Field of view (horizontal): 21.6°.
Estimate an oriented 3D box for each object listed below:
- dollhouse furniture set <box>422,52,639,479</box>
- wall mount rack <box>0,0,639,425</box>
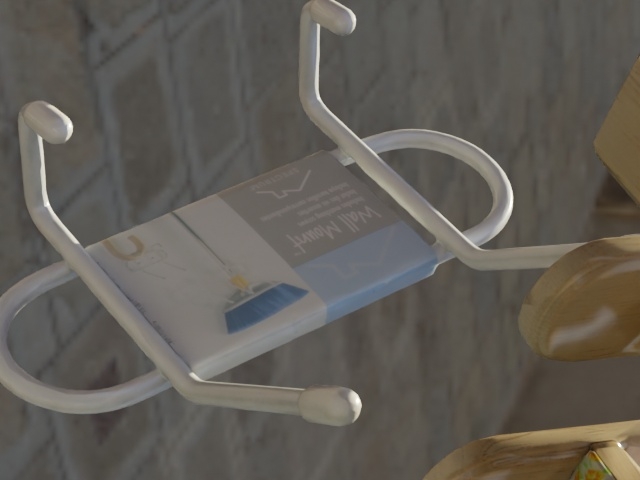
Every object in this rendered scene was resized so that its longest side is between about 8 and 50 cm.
[{"bbox_3d":[0.186,0.122,0.616,0.256,0.362,0.394,-2,132,-32],"label":"dollhouse furniture set"},{"bbox_3d":[0.000,0.000,0.913,0.350,0.304,0.130,-24,139,-29],"label":"wall mount rack"}]
